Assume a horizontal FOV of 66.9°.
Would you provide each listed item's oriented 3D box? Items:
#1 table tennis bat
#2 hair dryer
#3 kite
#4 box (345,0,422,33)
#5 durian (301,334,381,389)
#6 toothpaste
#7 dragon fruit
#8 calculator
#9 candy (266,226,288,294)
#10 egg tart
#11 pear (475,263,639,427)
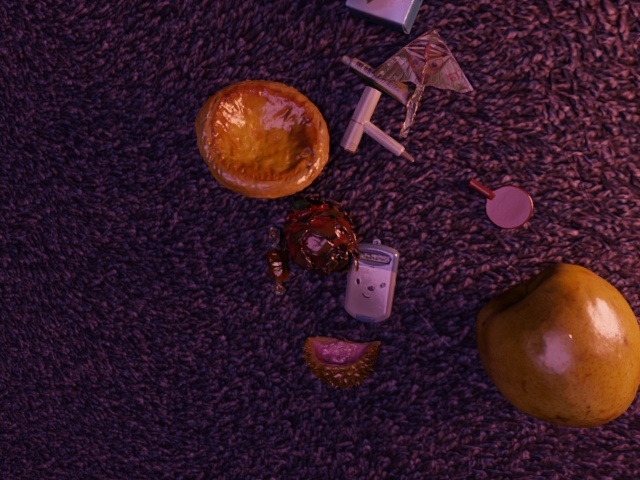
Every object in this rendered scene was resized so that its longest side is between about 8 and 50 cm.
[{"bbox_3d":[0.395,-0.089,1.079,0.155,0.019,0.098,35,107,8],"label":"table tennis bat"},{"bbox_3d":[0.155,-0.252,1.129,0.183,0.044,0.154,26,106,8],"label":"hair dryer"},{"bbox_3d":[0.226,-0.352,1.086,0.230,0.012,0.249,15,95,9],"label":"kite"},{"bbox_3d":[0.167,-0.591,1.051,0.143,0.083,0.232,26,106,14],"label":"box"},{"bbox_3d":[0.046,0.303,1.215,0.183,0.165,0.132,12,60,-6],"label":"durian"},{"bbox_3d":[0.136,-0.371,1.119,0.204,0.031,0.049,34,102,9],"label":"toothpaste"},{"bbox_3d":[-0.003,-0.006,1.143,0.182,0.182,0.188,-29,44,20],"label":"dragon fruit"},{"bbox_3d":[0.124,0.098,1.184,0.121,0.039,0.210,10,100,15],"label":"calculator"},{"bbox_3d":[-0.114,0.055,1.253,0.053,0.046,0.181,0,99,20],"label":"candy"},{"bbox_3d":[-0.139,-0.233,1.155,0.319,0.128,0.318,2,76,-8],"label":"egg tart"},{"bbox_3d":[0.469,0.213,0.951,0.304,0.304,0.303,3,98,18],"label":"pear"}]
